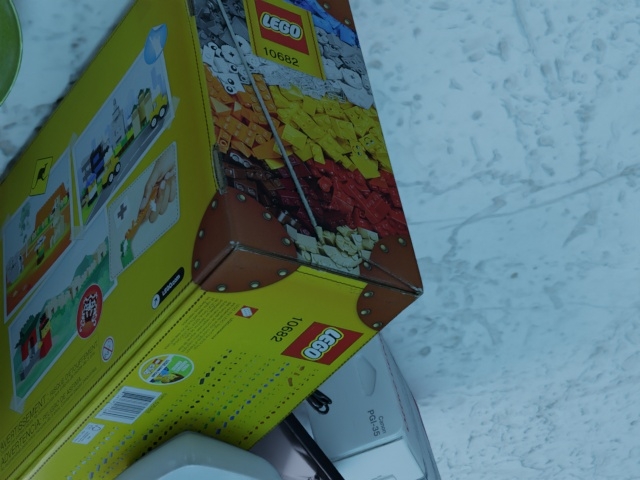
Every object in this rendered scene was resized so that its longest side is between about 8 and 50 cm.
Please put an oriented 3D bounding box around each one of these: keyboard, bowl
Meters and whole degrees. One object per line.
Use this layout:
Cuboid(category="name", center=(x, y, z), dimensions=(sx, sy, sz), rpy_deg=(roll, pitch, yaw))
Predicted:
Cuboid(category="keyboard", center=(-0.075, 0.179, 1.699), dimensions=(0.033, 0.317, 0.201), rpy_deg=(-37, 177, -45))
Cuboid(category="bowl", center=(-0.118, 0.226, 1.299), dimensions=(0.142, 0.053, 0.142), rpy_deg=(-36, 137, 28))

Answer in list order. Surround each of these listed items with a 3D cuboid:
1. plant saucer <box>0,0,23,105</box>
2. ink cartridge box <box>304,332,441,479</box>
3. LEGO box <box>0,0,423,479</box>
Cuboid(category="plant saucer", center=(-0.393, -0.186, 1.284), dimensions=(0.241, 0.037, 0.241), rpy_deg=(-8, 130, -10))
Cuboid(category="ink cartridge box", center=(0.069, 0.252, 1.873), dimensions=(0.117, 0.207, 0.283), rpy_deg=(-20, 142, 6))
Cuboid(category="LEGO box", center=(-0.158, 0.020, 1.372), dimensions=(0.193, 0.372, 0.500), rpy_deg=(16, 135, -33))
